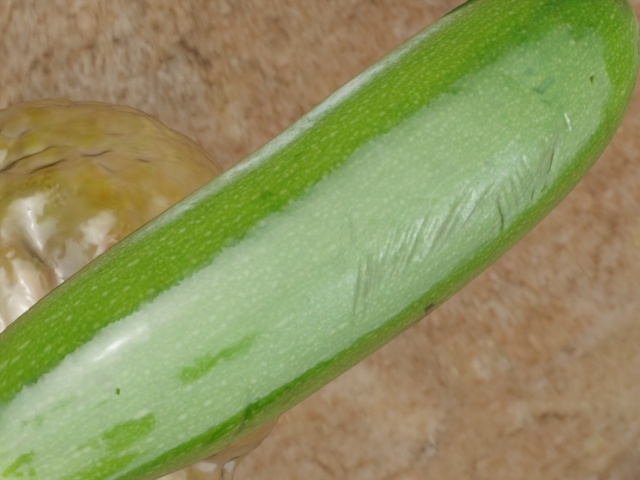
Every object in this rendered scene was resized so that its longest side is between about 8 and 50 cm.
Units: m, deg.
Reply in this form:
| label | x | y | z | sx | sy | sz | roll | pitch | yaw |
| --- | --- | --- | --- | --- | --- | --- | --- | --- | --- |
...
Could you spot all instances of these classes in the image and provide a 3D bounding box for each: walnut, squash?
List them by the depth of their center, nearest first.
| label | x | y | z | sx | sy | sz | roll | pitch | yaw |
| --- | --- | --- | --- | --- | --- | --- | --- | --- | --- |
| squash | 0.002 | 0.000 | 0.607 | 0.292 | 0.082 | 0.082 | -36 | 117 | -16 |
| walnut | -0.178 | 0.050 | 1.203 | 0.306 | 0.344 | 0.306 | -8 | 112 | -20 |
